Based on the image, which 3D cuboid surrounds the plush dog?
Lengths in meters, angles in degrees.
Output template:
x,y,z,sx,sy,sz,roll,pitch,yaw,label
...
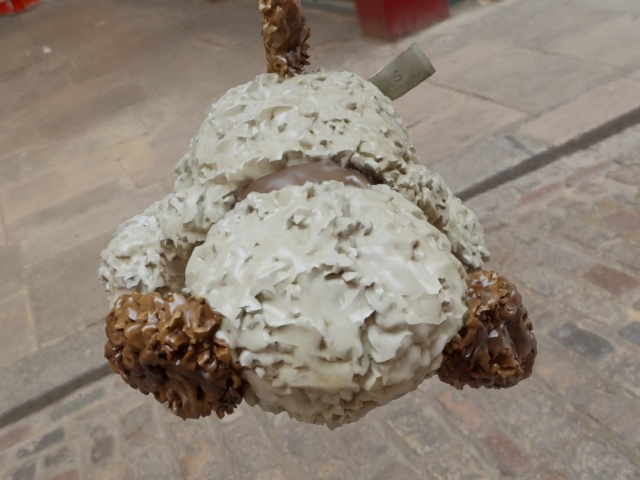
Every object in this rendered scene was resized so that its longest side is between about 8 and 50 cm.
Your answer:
x,y,z,sx,sy,sz,roll,pitch,yaw,label
0.000,0.000,0.415,0.262,0.211,0.225,-5,38,-10,plush dog
